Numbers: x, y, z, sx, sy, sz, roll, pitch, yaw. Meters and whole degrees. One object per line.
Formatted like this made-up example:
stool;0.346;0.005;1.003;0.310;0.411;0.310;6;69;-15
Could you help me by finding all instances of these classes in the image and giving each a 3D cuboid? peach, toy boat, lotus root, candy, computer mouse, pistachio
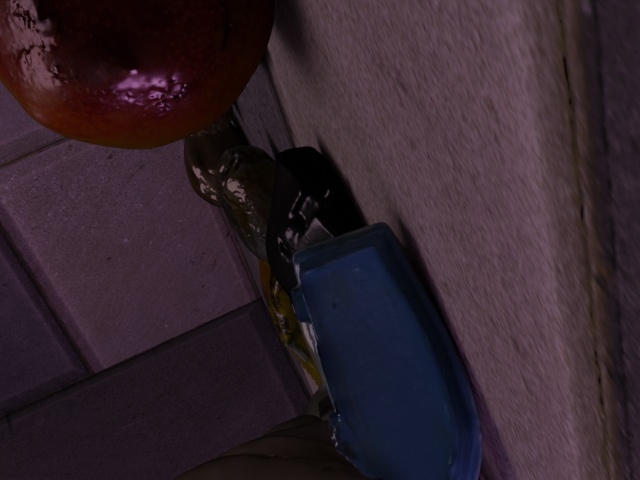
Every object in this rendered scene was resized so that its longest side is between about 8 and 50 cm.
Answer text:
peach;-0.149;-0.177;0.904;0.231;0.231;0.231;155;90;-84
toy boat;0.057;0.104;0.869;0.098;0.109;0.238;-45;-65;-75
lotus root;-0.070;-0.033;1.486;0.113;0.088;0.192;46;161;54
candy;-0.043;0.067;1.719;0.187;0.081;0.297;-124;22;-57
computer mouse;0.000;0.018;1.099;0.147;0.088;0.264;60;170;26
candy;-0.170;-0.206;1.706;0.110;0.085;0.095;90;163;-52
pistachio;-0.159;-0.131;1.850;0.108;0.126;0.185;-52;47;34

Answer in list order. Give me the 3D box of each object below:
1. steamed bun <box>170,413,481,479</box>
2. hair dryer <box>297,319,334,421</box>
steamed bun;0.003;0.273;1.044;0.339;0.352;0.247;118;153;-65
hair dryer;0.020;0.143;1.419;0.296;0.119;0.298;62;-168;-77
